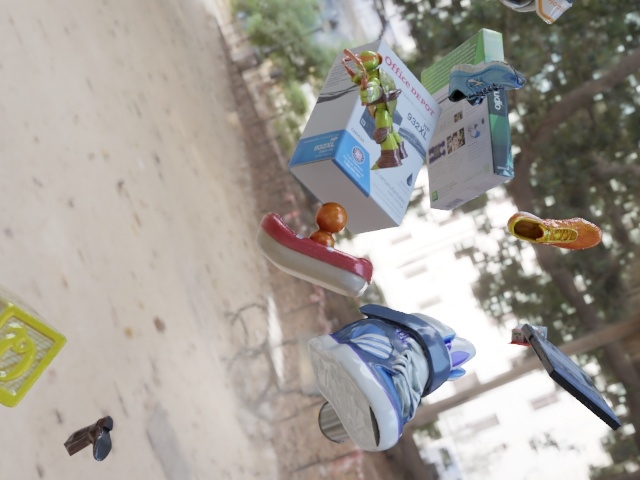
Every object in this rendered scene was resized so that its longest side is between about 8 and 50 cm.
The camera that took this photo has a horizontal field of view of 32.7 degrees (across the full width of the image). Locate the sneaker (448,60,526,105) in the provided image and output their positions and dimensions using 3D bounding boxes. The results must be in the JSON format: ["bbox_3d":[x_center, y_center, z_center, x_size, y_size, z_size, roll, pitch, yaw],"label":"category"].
[{"bbox_3d":[0.285,-0.262,1.880,0.063,0.073,0.162,29,-15,-36],"label":"sneaker"}]

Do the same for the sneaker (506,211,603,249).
[{"bbox_3d":[0.429,-0.010,2.003,0.067,0.175,0.064,-66,161,-70],"label":"sneaker"}]

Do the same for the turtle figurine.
[{"bbox_3d":[0.101,-0.240,1.897,0.269,0.087,0.217,-102,177,-77],"label":"turtle figurine"}]

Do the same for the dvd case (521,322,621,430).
[{"bbox_3d":[0.493,0.267,2.172,0.180,0.022,0.253,39,12,-12],"label":"dvd case"}]

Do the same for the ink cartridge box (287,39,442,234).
[{"bbox_3d":[0.095,-0.203,2.149,0.223,0.129,0.307,43,54,-33],"label":"ink cartridge box"}]

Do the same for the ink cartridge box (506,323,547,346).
[{"bbox_3d":[0.451,0.207,2.383,0.115,0.062,0.029,-11,105,-64],"label":"ink cartridge box"}]

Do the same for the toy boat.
[{"bbox_3d":[0.000,0.000,2.014,0.151,0.231,0.151,71,40,-80],"label":"toy boat"}]

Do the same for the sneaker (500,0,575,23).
[{"bbox_3d":[0.309,-0.473,1.841,0.126,0.127,0.321,18,19,-44],"label":"sneaker"}]

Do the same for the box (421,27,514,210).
[{"bbox_3d":[0.303,-0.247,2.283,0.232,0.058,0.322,-29,-120,57],"label":"box"}]

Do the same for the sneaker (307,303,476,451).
[{"bbox_3d":[0.129,0.182,1.570,0.323,0.236,0.130,-145,-136,-71],"label":"sneaker"}]

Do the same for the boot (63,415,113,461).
[{"bbox_3d":[-0.452,0.397,2.099,0.037,0.114,0.106,49,28,-29],"label":"boot"}]

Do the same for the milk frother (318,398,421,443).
[{"bbox_3d":[0.092,0.307,2.002,0.134,0.143,0.129,-31,-136,58],"label":"milk frother"}]

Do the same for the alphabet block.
[{"bbox_3d":[-0.683,0.196,2.255,0.197,0.192,0.193,33,-6,39],"label":"alphabet block"}]
